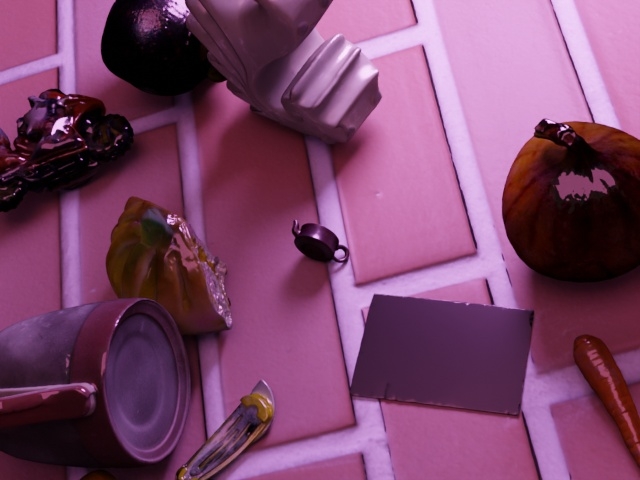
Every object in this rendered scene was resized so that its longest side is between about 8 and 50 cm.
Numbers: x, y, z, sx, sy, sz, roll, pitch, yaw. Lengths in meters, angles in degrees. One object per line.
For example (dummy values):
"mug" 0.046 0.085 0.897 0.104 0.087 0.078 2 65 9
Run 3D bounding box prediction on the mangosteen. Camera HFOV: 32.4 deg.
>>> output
"mangosteen" -0.246 -0.345 1.866 0.243 0.243 0.243 -8 58 13

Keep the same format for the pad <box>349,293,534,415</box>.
"pad" 0.171 0.158 1.553 0.243 0.004 0.163 5 62 20

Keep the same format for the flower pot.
"flower pot" -0.063 -0.308 1.688 0.254 0.367 0.164 29 76 31

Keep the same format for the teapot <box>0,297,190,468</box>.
"teapot" -0.388 0.215 1.533 0.312 0.315 0.233 -8 90 22

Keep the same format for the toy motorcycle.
"toy motorcycle" -0.524 -0.149 1.887 0.401 0.134 0.207 -28 55 -1

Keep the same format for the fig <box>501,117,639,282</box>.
"fig" 0.362 -0.055 1.507 0.235 0.214 0.235 1 75 -4

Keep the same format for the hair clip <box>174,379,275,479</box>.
"hair clip" -0.129 0.283 1.558 0.188 0.033 0.060 -44 59 -13

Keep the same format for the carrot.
"carrot" 0.388 0.217 1.427 0.048 0.048 0.216 -24 61 3

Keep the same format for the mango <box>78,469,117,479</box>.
"mango" -0.282 0.435 1.470 0.133 0.111 0.267 -30 51 18

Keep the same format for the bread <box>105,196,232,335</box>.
"bread" -0.240 0.050 1.664 0.261 0.158 0.156 27 75 32

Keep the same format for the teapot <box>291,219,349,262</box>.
"teapot" 0.000 0.000 1.668 0.100 0.068 0.045 27 65 -8
